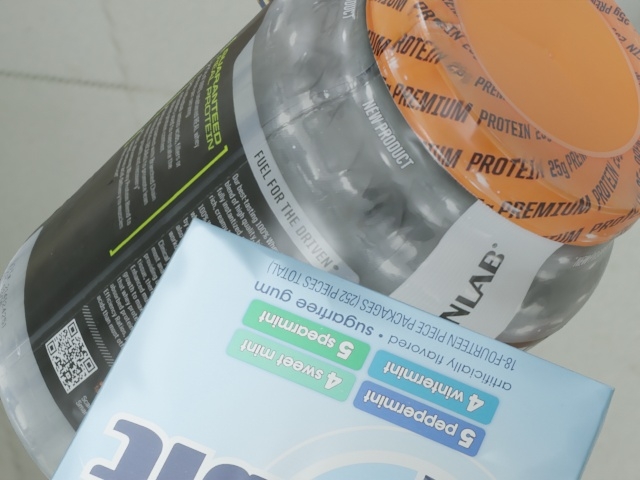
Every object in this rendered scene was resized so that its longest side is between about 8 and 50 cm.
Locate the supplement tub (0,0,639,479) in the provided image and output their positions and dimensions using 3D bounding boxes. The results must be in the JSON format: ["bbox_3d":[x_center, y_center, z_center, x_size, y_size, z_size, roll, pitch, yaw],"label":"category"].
[{"bbox_3d":[0.000,0.000,0.814,0.316,0.193,0.193,-39,85,40],"label":"supplement tub"}]

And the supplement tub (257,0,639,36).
[{"bbox_3d":[0.067,-0.190,1.003,0.235,0.235,0.324,-20,105,50],"label":"supplement tub"}]

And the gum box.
[{"bbox_3d":[-0.011,0.102,0.566,0.157,0.184,0.041,22,156,12],"label":"gum box"}]
